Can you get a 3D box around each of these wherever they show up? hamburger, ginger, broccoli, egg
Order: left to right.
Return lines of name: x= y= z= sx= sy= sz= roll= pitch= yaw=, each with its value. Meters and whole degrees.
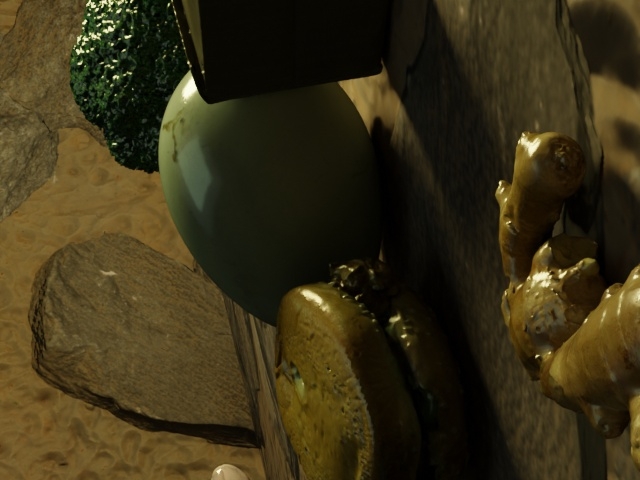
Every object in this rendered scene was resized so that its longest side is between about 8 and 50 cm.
broccoli: x=-0.139 y=-0.205 z=1.274 sx=0.297 sy=0.298 sz=0.297 roll=32 pitch=-140 yaw=-66
egg: x=-0.037 y=-0.041 z=0.974 sx=0.183 sy=0.183 sz=0.264 roll=-126 pitch=16 yaw=-68
hamburger: x=0.046 y=0.118 z=0.882 sx=0.189 sy=0.122 sz=0.215 roll=-125 pitch=28 yaw=-51
ginger: x=0.128 y=0.036 z=0.522 sx=0.176 sy=0.053 sz=0.193 roll=100 pitch=164 yaw=-64

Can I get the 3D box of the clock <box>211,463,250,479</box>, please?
clock: x=-0.047 y=0.467 z=1.447 sx=0.376 sy=0.251 sz=0.368 roll=81 pitch=173 yaw=-54

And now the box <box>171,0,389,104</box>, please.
box: x=-0.050 y=-0.249 z=0.880 sx=0.149 sy=0.156 sz=0.231 roll=93 pitch=163 yaw=-55
